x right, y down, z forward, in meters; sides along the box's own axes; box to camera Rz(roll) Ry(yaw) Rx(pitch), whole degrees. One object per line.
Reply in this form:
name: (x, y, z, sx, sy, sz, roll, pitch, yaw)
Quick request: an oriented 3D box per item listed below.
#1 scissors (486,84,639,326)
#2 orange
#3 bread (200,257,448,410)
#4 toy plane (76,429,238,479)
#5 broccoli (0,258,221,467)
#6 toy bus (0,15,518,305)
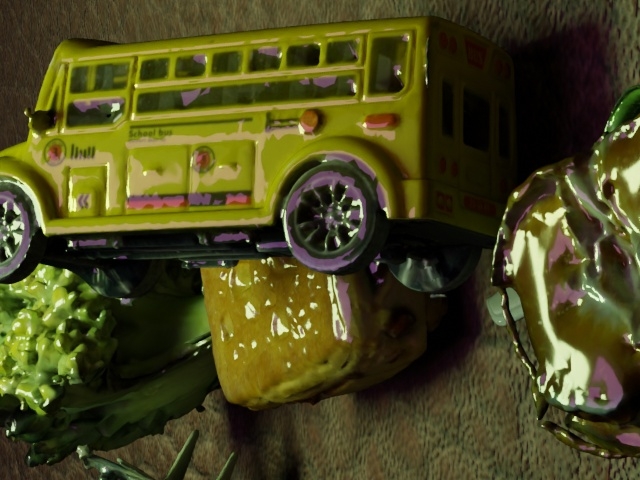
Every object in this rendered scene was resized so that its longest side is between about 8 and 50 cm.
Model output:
scissors: (0.137, 0.002, 1.002, 0.204, 0.027, 0.101, 131, 136, -59)
orange: (0.155, 0.019, 0.840, 0.170, 0.112, 0.160, 31, 112, 39)
bread: (0.000, 0.000, 1.281, 0.235, 0.099, 0.210, -35, 62, 60)
toy plane: (-0.100, 0.228, 1.538, 0.088, 0.192, 0.262, -58, -13, -23)
broccoli: (-0.152, 0.042, 1.514, 0.273, 0.242, 0.180, -39, 69, 33)
toy bus: (-0.057, -0.045, 1.129, 0.330, 0.144, 0.152, -2, 83, 29)
